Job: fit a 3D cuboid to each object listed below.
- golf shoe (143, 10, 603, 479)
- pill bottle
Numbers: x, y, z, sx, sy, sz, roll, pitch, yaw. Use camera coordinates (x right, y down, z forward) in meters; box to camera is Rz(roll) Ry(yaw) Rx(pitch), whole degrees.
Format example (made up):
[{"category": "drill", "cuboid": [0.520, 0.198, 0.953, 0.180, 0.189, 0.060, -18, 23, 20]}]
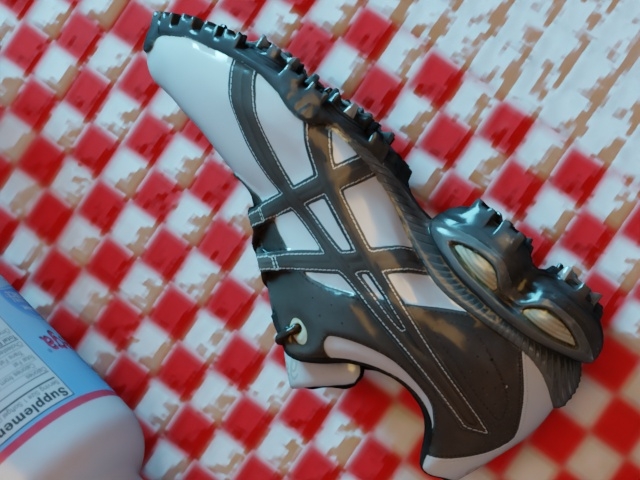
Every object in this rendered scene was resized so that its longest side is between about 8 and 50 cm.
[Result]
[{"category": "golf shoe", "cuboid": [0.000, 0.000, 0.657, 0.198, 0.077, 0.094, 40, 95, 16]}, {"category": "pill bottle", "cuboid": [-0.120, 0.067, 0.676, 0.160, 0.087, 0.087, 44, 96, 14]}]
